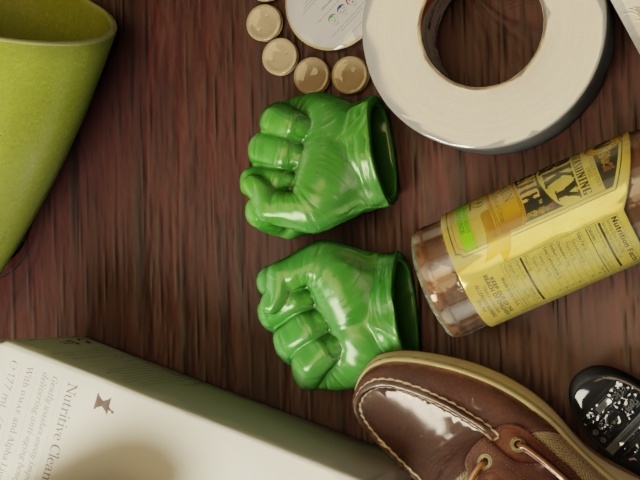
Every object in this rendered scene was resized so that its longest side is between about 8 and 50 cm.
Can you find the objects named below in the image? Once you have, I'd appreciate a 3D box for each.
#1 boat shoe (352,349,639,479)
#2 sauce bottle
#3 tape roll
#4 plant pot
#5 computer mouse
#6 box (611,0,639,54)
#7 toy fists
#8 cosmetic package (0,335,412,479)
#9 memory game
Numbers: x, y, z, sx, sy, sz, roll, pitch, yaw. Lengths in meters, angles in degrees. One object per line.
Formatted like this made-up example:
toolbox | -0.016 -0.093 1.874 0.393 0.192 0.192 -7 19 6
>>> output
boat shoe | 0.163 0.217 1.293 0.342 0.123 0.123 34 126 12
sauce bottle | 0.249 -0.029 1.309 0.344 0.111 0.111 -25 78 13
tape roll | 0.151 -0.188 1.366 0.219 0.072 0.219 -1 88 16
plant pot | -0.362 -0.099 1.483 0.275 0.275 0.293 22 111 21
computer mouse | 0.312 0.199 1.314 0.242 0.041 0.071 46 111 10
box | 0.260 -0.238 1.276 0.056 0.183 0.231 -29 78 17
toy fists | 0.000 0.000 1.409 0.142 0.096 0.279 -11 85 21
cosmetic package | -0.130 0.246 1.410 0.385 0.156 0.217 16 94 22
memory game | 0.013 -0.229 1.460 0.186 0.012 0.186 -1 87 21
